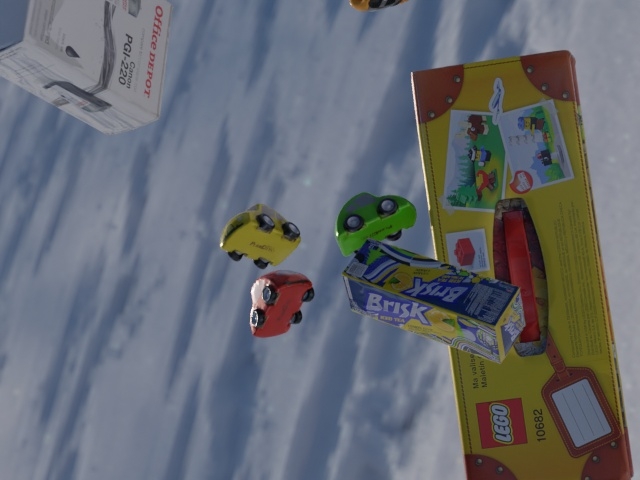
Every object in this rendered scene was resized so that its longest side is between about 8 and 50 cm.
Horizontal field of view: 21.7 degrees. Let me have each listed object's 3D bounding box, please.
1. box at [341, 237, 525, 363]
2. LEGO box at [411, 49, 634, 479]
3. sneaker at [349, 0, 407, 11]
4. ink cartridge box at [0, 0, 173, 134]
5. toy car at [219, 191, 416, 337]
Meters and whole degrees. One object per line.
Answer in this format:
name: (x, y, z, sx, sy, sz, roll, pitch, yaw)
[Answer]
box: (0.107, 0.056, 1.584, 0.169, 0.059, 0.054, 19, 55, 29)
LEGO box: (0.244, 0.044, 2.061, 0.372, 0.193, 0.500, 12, -110, -84)
sneaker: (0.036, -0.343, 1.778, 0.084, 0.215, 0.083, -13, 18, 44)
ink cartridge box: (-0.275, -0.236, 1.881, 0.092, 0.218, 0.158, -12, 63, 35)
toy car: (0.000, 0.000, 1.901, 0.239, 0.225, 0.053, 74, 171, -56)
